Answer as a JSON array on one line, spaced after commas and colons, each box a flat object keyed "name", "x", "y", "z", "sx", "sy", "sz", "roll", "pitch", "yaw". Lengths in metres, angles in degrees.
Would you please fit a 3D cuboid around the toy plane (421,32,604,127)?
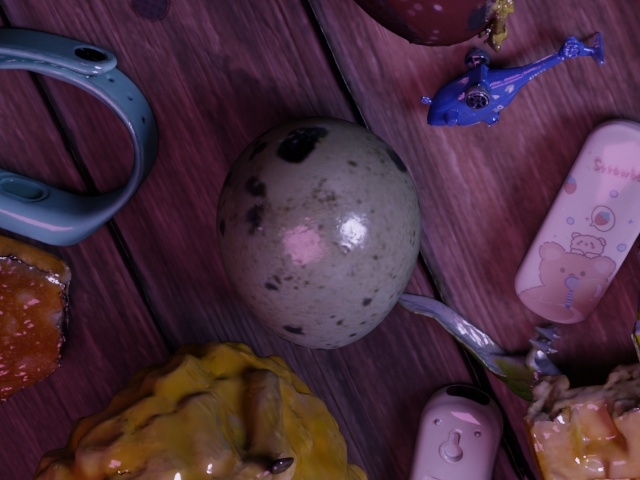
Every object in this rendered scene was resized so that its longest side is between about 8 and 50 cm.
[{"name": "toy plane", "x": 0.158, "y": -0.132, "z": 1.582, "sx": 0.167, "sy": 0.054, "sz": 0.062, "roll": -26, "pitch": 132, "yaw": 30}]

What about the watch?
[{"name": "watch", "x": -0.269, "y": -0.099, "z": 1.734, "sx": 0.237, "sy": 0.068, "sz": 0.195, "roll": 20, "pitch": 121, "yaw": 7}]

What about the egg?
[{"name": "egg", "x": 0.000, "y": 0.000, "z": 1.632, "sx": 0.177, "sy": 0.177, "sz": 0.228, "roll": 8, "pitch": 133, "yaw": 15}]

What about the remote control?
[{"name": "remote control", "x": 0.120, "y": 0.235, "z": 1.798, "sx": 0.078, "sy": 0.042, "sz": 0.221, "roll": 16, "pitch": 122, "yaw": 11}]

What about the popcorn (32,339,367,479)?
[{"name": "popcorn", "x": -0.135, "y": 0.262, "z": 1.735, "sx": 0.382, "sy": 0.349, "sz": 0.349, "roll": -11, "pitch": 115, "yaw": 39}]

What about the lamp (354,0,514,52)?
[{"name": "lamp", "x": 0.083, "y": -0.232, "z": 1.503, "sx": 0.135, "sy": 0.156, "sz": 0.157, "roll": -52, "pitch": 133, "yaw": -3}]

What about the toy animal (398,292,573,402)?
[{"name": "toy animal", "x": 0.170, "y": 0.096, "z": 1.705, "sx": 0.217, "sy": 0.041, "sz": 0.075, "roll": 37, "pitch": 131, "yaw": 1}]

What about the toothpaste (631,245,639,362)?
[{"name": "toothpaste", "x": 0.422, "y": 0.048, "z": 1.540, "sx": 0.327, "sy": 0.110, "sz": 0.077, "roll": -7, "pitch": 134, "yaw": 22}]

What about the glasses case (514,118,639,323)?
[{"name": "glasses case", "x": 0.231, "y": -0.014, "z": 1.615, "sx": 0.081, "sy": 0.051, "sz": 0.204, "roll": 26, "pitch": 123, "yaw": 6}]

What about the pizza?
[{"name": "pizza", "x": -0.319, "y": 0.081, "z": 1.857, "sx": 0.147, "sy": 0.069, "sz": 0.226, "roll": 2, "pitch": 124, "yaw": -6}]

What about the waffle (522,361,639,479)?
[{"name": "waffle", "x": 0.370, "y": 0.231, "z": 1.664, "sx": 0.348, "sy": 0.077, "sz": 0.304, "roll": -11, "pitch": 116, "yaw": 15}]
